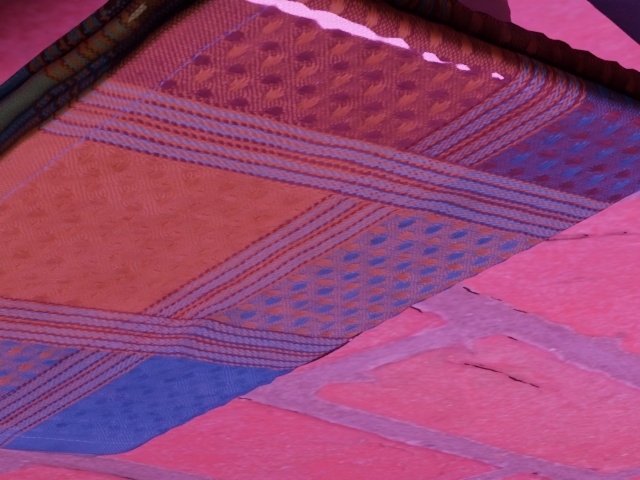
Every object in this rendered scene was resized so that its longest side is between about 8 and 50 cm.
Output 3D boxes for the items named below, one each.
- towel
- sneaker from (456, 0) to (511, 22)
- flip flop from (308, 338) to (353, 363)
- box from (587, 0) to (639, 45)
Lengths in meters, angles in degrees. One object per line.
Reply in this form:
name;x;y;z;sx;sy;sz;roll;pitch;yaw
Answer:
towel;-0.063;0.006;0.663;0.370;0.040;0.271;-30;152;36
sneaker;0.015;-0.075;0.722;0.128;0.126;0.321;-12;160;1
flip flop;0.000;0.000;0.989;0.277;0.080;0.112;-34;146;23
box;0.084;-0.168;0.391;0.108;0.207;0.153;-18;155;29
